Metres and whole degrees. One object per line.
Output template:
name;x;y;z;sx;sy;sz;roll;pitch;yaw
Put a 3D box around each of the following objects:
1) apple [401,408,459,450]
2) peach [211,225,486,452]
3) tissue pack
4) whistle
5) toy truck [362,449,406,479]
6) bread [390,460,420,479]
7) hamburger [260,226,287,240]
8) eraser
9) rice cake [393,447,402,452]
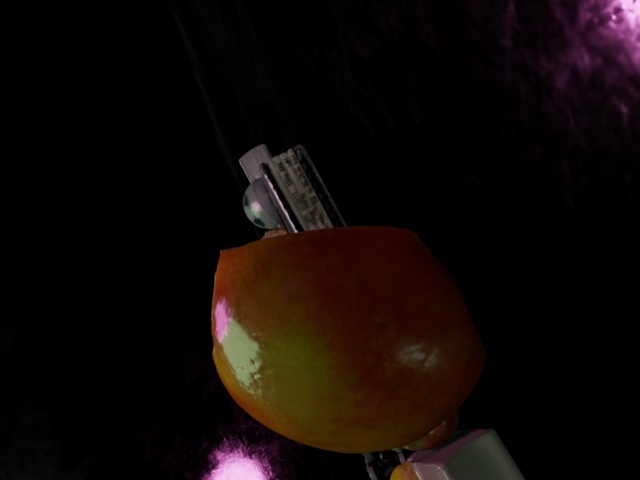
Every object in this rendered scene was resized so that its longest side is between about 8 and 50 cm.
apple;0.166;0.290;0.832;0.131;0.146;0.146;-76;-36;-74
peach;0.042;0.141;0.655;0.242;0.380;0.306;151;119;-81
tissue pack;0.000;0.000;1.002;0.361;0.122;0.259;61;172;3
whistle;-0.157;-0.138;1.340;0.290;0.163;0.163;62;169;8
toy truck;0.173;0.652;1.663;0.175;0.146;0.367;-140;28;-83
bread;0.240;0.549;1.005;0.197;0.170;0.197;59;170;17
hamburger;-0.065;0.097;1.271;0.276;0.179;0.294;18;132;32
eraser;0.296;0.493;0.752;0.359;0.122;0.272;59;166;20
rice cake;0.121;0.375;1.094;0.211;0.038;0.124;43;156;58
